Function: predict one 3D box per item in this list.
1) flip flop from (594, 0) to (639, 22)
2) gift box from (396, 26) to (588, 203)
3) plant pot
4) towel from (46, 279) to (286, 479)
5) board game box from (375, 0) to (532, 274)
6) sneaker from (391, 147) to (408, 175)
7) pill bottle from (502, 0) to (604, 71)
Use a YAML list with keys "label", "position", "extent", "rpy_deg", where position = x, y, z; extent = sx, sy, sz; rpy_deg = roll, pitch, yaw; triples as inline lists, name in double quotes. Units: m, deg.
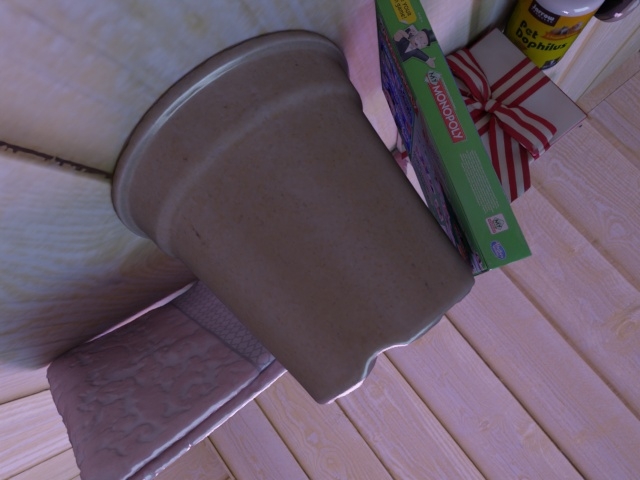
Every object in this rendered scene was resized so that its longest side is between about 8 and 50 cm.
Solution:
- label: "flip flop"
  position: [0.512, -0.445, 0.739]
  extent: [0.112, 0.080, 0.277]
  rpy_deg: [115, -4, -49]
- label: "gift box"
  position: [0.291, -0.188, 0.823]
  extent: [0.276, 0.255, 0.258]
  rpy_deg: [-44, 169, 0]
- label: "plant pot"
  position: [-0.007, 0.000, 0.513]
  extent: [0.334, 0.305, 0.334]
  rpy_deg: [-36, 167, -9]
- label: "towel"
  position: [-0.219, 0.172, 0.645]
  extent: [0.317, 0.053, 0.332]
  rpy_deg: [-33, -152, -29]
- label: "board game box"
  position: [0.145, -0.110, 0.538]
  extent: [0.046, 0.317, 0.213]
  rpy_deg: [-20, 169, 6]
- label: "sneaker"
  position: [0.187, -0.175, 0.992]
  extent: [0.134, 0.070, 0.051]
  rpy_deg: [-39, 165, -3]
- label: "pill bottle"
  position: [0.382, -0.381, 0.709]
  extent: [0.117, 0.117, 0.215]
  rpy_deg: [-38, 167, -3]
